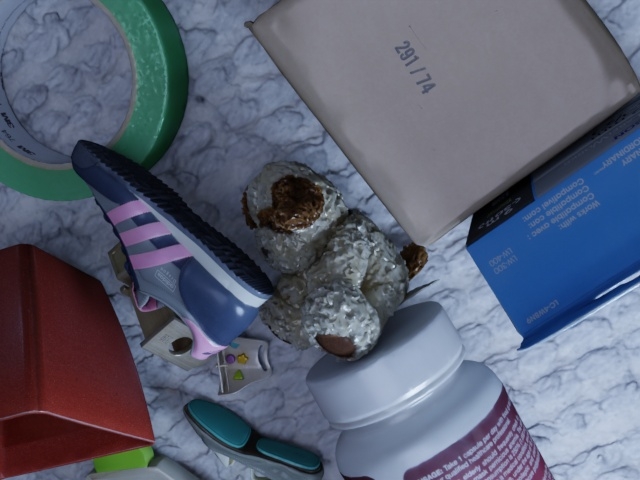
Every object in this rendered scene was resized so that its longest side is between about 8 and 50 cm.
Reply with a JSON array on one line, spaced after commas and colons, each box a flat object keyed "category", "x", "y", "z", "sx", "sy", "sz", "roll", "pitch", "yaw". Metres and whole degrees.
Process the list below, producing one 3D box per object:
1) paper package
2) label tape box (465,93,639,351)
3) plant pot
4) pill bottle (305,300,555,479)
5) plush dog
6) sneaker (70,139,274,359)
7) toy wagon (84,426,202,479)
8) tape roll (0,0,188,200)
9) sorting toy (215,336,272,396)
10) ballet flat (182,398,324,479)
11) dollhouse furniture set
[{"category": "paper package", "x": 0.141, "y": -0.211, "z": 1.071, "sx": 0.309, "sy": 0.168, "sz": 0.325, "roll": -37, "pitch": 91, "yaw": 18}, {"category": "label tape box", "x": 0.283, "y": -0.037, "z": 0.980, "sx": 0.249, "sy": 0.347, "sz": 0.115, "roll": -36, "pitch": 92, "yaw": 17}, {"category": "plant pot", "x": -0.400, "y": 0.157, "z": 1.221, "sx": 0.267, "sy": 0.267, "sz": 0.236, "roll": -16, "pitch": 65, "yaw": 15}, {"category": "pill bottle", "x": 0.157, "y": 0.287, "z": 1.144, "sx": 0.224, "sy": 0.224, "sz": 0.392, "roll": -28, "pitch": 96, "yaw": 17}, {"category": "plush dog", "x": 0.000, "y": 0.000, "z": 1.144, "sx": 0.210, "sy": 0.262, "sz": 0.225, "roll": -41, "pitch": 102, "yaw": -15}, {"category": "sneaker", "x": -0.206, "y": 0.008, "z": 1.116, "sx": 0.319, "sy": 0.112, "sz": 0.131, "roll": 41, "pitch": 103, "yaw": 22}, {"category": "toy wagon", "x": -0.250, "y": 0.407, "z": 1.350, "sx": 0.267, "sy": 0.068, "sz": 0.345, "roll": -10, "pitch": 99, "yaw": 15}, {"category": "tape roll", "x": -0.335, "y": -0.214, "z": 1.228, "sx": 0.321, "sy": 0.077, "sz": 0.321, "roll": 3, "pitch": 103, "yaw": 12}, {"category": "sorting toy", "x": -0.105, "y": 0.163, "z": 1.278, "sx": 0.075, "sy": 0.045, "sz": 0.083, "roll": -5, "pitch": 101, "yaw": 7}, {"category": "ballet flat", "x": -0.100, "y": 0.291, "z": 1.288, "sx": 0.213, "sy": 0.072, "sz": 0.068, "roll": 24, "pitch": 112, "yaw": 7}, {"category": "dollhouse furniture set", "x": -0.169, "y": 0.046, "z": 1.243, "sx": 0.161, "sy": 0.101, "sz": 0.182, "roll": -40, "pitch": 48, "yaw": 11}]
